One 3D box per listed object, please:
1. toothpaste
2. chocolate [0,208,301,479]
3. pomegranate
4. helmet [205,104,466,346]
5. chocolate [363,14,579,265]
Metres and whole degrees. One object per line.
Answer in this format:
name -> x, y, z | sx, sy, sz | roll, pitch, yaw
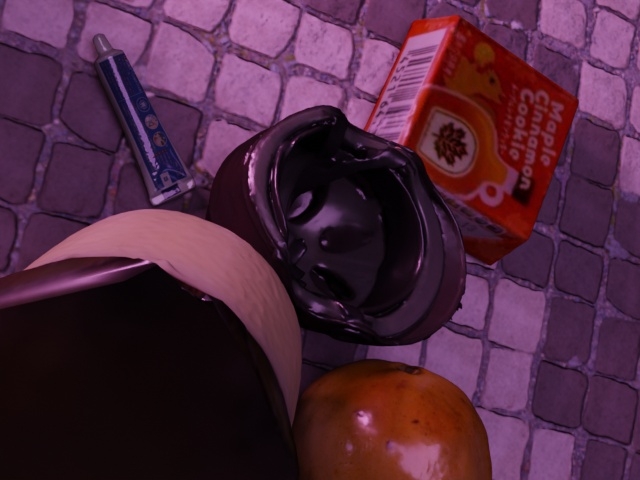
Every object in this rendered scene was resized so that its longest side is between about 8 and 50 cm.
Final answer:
toothpaste -> -0.200, -0.134, 1.254 | 0.057, 0.035, 0.197 | -28, 98, -21
chocolate -> -0.174, 0.111, 1.075 | 0.314, 0.297, 0.326 | -17, 119, 14
pomegranate -> 0.078, 0.237, 1.237 | 0.233, 0.233, 0.233 | 4, 81, -26
helmet -> 0.000, 0.000, 1.255 | 0.305, 0.177, 0.225 | 38, 56, -30
chocolate -> 0.184, -0.127, 1.403 | 0.235, 0.108, 0.237 | 32, 69, -21
